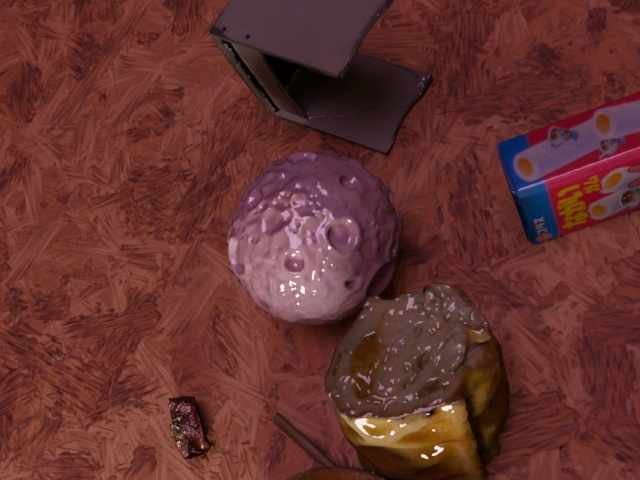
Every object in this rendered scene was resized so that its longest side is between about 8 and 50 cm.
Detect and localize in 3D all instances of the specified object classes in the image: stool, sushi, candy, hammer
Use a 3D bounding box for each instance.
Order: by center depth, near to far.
[{"bbox_3d":[0.411,-0.113,1.179,0.306,0.157,0.100,-21,59,12],"label":"candy"},{"bbox_3d":[-0.002,0.312,1.220,0.199,0.013,0.062,34,121,37],"label":"hammer"},{"bbox_3d":[-0.205,0.283,1.305,0.055,0.052,0.120,-20,61,-5],"label":"sushi"},{"bbox_3d":[0.005,-0.299,1.382,0.270,0.243,0.170,25,78,30],"label":"stool"}]

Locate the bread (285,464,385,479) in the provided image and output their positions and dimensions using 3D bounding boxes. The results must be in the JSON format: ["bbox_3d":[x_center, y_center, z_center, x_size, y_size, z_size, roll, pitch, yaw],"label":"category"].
[{"bbox_3d":[0.008,0.436,1.059,0.305,0.159,0.305,-8,76,35],"label":"bread"}]

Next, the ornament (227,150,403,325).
[{"bbox_3d":[0.000,0.000,1.240,0.225,0.259,0.259,35,82,24],"label":"ornament"}]

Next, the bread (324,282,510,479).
[{"bbox_3d":[0.134,0.198,1.098,0.196,0.252,0.238,18,69,33],"label":"bread"}]
